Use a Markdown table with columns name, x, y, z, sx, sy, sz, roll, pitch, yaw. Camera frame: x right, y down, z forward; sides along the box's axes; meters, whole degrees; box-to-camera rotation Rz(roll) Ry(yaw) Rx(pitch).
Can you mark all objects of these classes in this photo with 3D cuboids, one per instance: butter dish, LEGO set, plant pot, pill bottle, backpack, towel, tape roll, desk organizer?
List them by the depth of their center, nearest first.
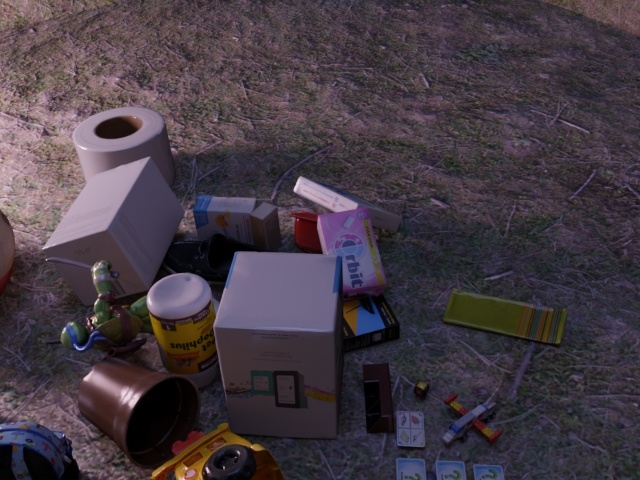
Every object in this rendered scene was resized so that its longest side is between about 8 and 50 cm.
| name | x | y | z | sx | sy | sz | roll | pitch | yaw |
| --- | --- | --- | --- | --- | --- | --- | --- | --- | --- |
| backpack | -0.487 | 0.359 | 1.189 | 0.158 | 0.173 | 0.117 | -3 | 37 | 3 |
| LEGO set | 0.221 | 0.333 | 1.254 | 0.182 | 0.060 | 0.244 | 3 | 37 | 3 |
| plant pot | -0.327 | 0.289 | 1.288 | 0.165 | 0.167 | 0.167 | 16 | 41 | 36 |
| desk organizer | 0.105 | 0.286 | 1.333 | 0.050 | 0.047 | 0.130 | -4 | 37 | 3 |
| pill bottle | -0.250 | 0.175 | 1.371 | 0.117 | 0.215 | 0.117 | -3 | 37 | 2 |
| towel | 0.379 | 0.154 | 1.500 | 0.237 | 0.021 | 0.102 | 10 | 39 | 18 |
| butter dish | 0.000 | 0.000 | 1.667 | 0.160 | 0.118 | 0.160 | 11 | 2 | 1 |
| tape roll | -0.525 | -0.232 | 1.970 | 0.245 | 0.169 | 0.246 | -3 | 37 | 2 |

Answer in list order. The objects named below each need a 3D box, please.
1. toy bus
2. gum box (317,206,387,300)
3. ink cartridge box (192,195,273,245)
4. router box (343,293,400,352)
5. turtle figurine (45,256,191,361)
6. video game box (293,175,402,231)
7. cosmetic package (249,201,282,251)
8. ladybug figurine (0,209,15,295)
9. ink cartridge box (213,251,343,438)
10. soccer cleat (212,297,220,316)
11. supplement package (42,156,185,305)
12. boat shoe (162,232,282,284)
| name | x | y | z | sx | sy | sz | roll | pitch | yaw |
| --- | --- | --- | --- | --- | --- | --- | --- | --- | --- |
| toy bus | -0.195 | 0.394 | 1.155 | 0.220 | 0.150 | 0.211 | -31 | 31 | -27 |
| gum box | 0.064 | 0.033 | 1.520 | 0.107 | 0.062 | 0.189 | -10 | 66 | -7 |
| ink cartridge box | -0.204 | -0.044 | 1.745 | 0.181 | 0.104 | 0.062 | 2 | 38 | 9 |
| router box | 0.072 | 0.146 | 1.518 | 0.133 | 0.046 | 0.179 | -14 | 39 | -12 |
| turtle figurine | -0.400 | 0.123 | 1.461 | 0.266 | 0.198 | 0.274 | -8 | 11 | -31 |
| video game box | 0.067 | -0.085 | 1.731 | 0.187 | 0.048 | 0.205 | 31 | 11 | 34 |
| cosmetic package | -0.127 | -0.024 | 1.703 | 0.041 | 0.115 | 0.060 | 20 | 43 | 28 |
| ladybug figurine | -0.839 | 0.046 | 1.640 | 0.305 | 0.162 | 0.449 | -23 | 41 | -23 |
| ink cartridge box | -0.061 | 0.186 | 1.295 | 0.197 | 0.270 | 0.198 | 2 | 38 | 5 |
| soccer cleat | -0.236 | 0.146 | 1.538 | 0.076 | 0.068 | 0.196 | -15 | 45 | -22 |
| supplement package | -0.455 | -0.025 | 1.653 | 0.177 | 0.175 | 0.293 | -15 | 34 | 20 |
| boat shoe | -0.215 | 0.038 | 1.631 | 0.339 | 0.113 | 0.127 | 18 | 44 | 27 |
